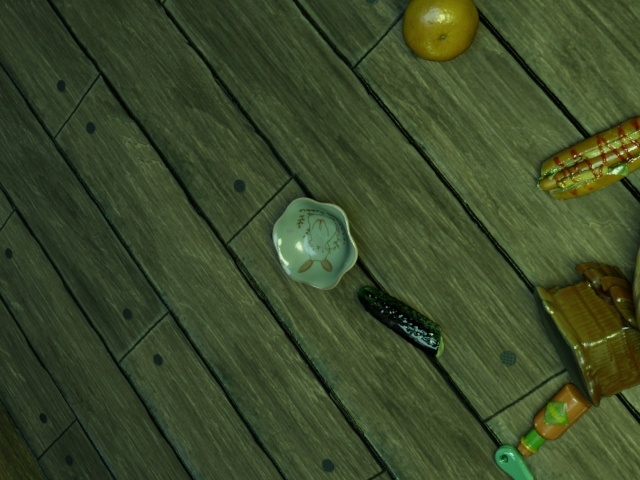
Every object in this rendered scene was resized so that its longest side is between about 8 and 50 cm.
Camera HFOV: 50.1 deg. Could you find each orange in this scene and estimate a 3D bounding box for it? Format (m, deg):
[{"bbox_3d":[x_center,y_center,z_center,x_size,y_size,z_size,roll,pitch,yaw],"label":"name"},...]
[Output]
[{"bbox_3d":[0.244,-0.448,1.402,0.159,0.159,0.136,-32,39,29],"label":"orange"}]

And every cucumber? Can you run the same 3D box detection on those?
[{"bbox_3d":[0.183,0.179,1.574,0.241,0.074,0.074,33,112,22],"label":"cucumber"}]

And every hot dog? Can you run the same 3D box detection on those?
[{"bbox_3d":[0.537,-0.152,1.326,0.250,0.076,0.104,-24,87,27],"label":"hot dog"}]

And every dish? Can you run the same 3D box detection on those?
[{"bbox_3d":[0.000,0.000,1.642,0.230,0.081,0.229,7,105,27],"label":"dish"}]

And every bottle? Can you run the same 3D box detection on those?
[{"bbox_3d":[0.485,0.386,1.442,0.069,0.069,0.187,41,115,17],"label":"bottle"}]

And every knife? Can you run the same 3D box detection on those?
[{"bbox_3d":[0.473,0.563,1.501,0.063,0.035,0.260,-42,81,31],"label":"knife"}]

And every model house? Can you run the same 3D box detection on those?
[{"bbox_3d":[0.566,0.165,1.321,0.229,0.199,0.219,-22,129,7],"label":"model house"}]

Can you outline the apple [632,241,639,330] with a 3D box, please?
[{"bbox_3d":[0.706,0.047,1.094,0.347,0.391,0.391,11,104,0],"label":"apple"}]
